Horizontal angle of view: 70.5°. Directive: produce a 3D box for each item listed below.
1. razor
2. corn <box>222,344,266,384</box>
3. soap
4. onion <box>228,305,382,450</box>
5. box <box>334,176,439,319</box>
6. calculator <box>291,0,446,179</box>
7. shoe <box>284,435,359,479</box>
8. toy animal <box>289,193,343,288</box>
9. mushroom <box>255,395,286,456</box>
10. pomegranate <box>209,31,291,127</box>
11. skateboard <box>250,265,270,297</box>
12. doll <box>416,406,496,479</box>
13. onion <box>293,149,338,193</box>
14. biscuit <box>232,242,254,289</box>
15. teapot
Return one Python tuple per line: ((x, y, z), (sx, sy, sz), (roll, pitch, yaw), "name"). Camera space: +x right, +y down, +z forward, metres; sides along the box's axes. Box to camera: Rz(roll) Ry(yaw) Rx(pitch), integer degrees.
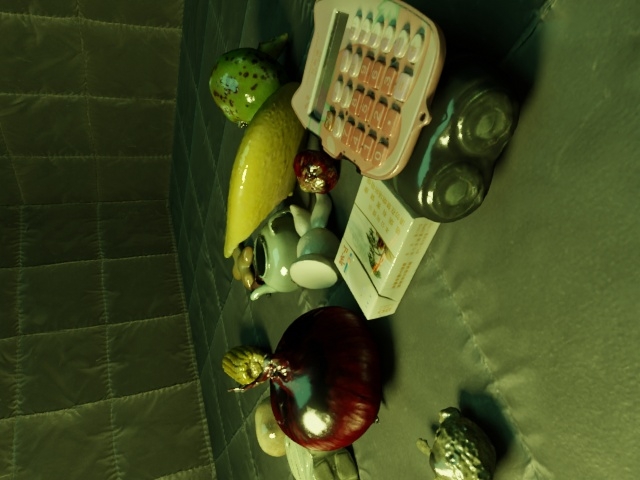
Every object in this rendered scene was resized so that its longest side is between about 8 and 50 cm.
((0.125, -0.187, 0.647), (0.349, 0.113, 0.205), (-121, 38, -48), "razor")
((-0.266, 0.431, 1.584), (0.344, 0.131, 0.131), (159, 105, -65), "corn")
((-0.118, -0.155, 1.047), (0.115, 0.306, 0.427), (29, 140, 8), "soap")
((-0.018, 0.252, 0.867), (0.273, 0.284, 0.273), (-38, 42, 45), "onion")
((0.106, 0.003, 0.781), (0.150, 0.066, 0.233), (-118, 33, -41), "box")
((0.055, -0.215, 0.618), (0.330, 0.048, 0.220), (53, 132, 49), "calculator")
((-0.030, 0.453, 1.080), (0.210, 0.132, 0.342), (-32, 69, 60), "shoe")
((-0.001, 0.003, 0.995), (0.103, 0.130, 0.221), (-32, 36, 33), "toy animal")
((-0.121, 0.533, 1.307), (0.166, 0.127, 0.167), (171, 90, -88), "mushroom")
((-0.164, -0.409, 1.148), (0.211, 0.210, 0.263), (11, 80, 64), "pomegranate")
((-0.189, 0.107, 1.455), (0.080, 0.067, 0.152), (-125, 42, -63), "skateboard")
((0.189, 0.381, 0.672), (0.286, 0.091, 0.203), (99, 165, -50), "doll")
((-0.009, -0.149, 0.972), (0.107, 0.097, 0.107), (37, 157, 19), "onion")
((-0.286, 0.084, 1.660), (0.208, 0.047, 0.165), (-163, 71, -64), "biscuit")
((-0.100, 0.036, 1.154), (0.193, 0.129, 0.295), (58, 144, 43), "teapot")
